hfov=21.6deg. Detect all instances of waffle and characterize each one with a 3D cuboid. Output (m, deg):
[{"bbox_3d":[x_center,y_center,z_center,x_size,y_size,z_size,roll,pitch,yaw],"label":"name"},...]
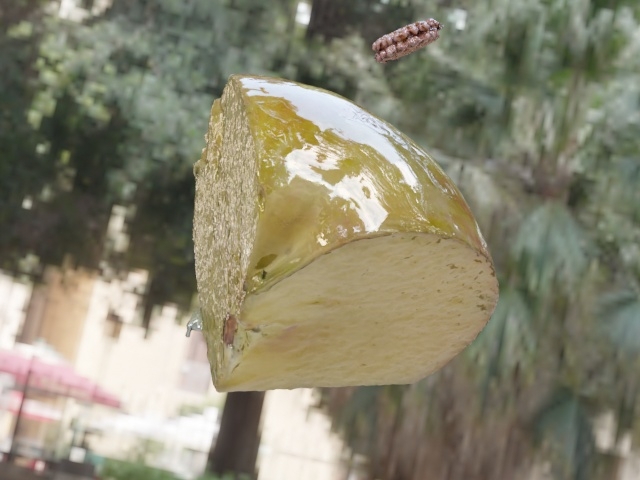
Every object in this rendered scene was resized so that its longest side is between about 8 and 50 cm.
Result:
[{"bbox_3d":[0.096,-0.219,1.838,0.083,0.029,0.075,-21,1,10],"label":"waffle"}]

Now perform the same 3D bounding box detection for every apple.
[{"bbox_3d":[0.000,0.000,1.464,0.314,0.252,0.309,37,-37,9],"label":"apple"}]
